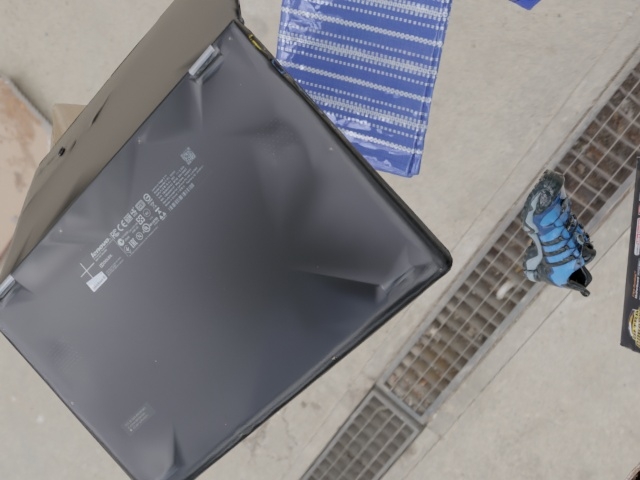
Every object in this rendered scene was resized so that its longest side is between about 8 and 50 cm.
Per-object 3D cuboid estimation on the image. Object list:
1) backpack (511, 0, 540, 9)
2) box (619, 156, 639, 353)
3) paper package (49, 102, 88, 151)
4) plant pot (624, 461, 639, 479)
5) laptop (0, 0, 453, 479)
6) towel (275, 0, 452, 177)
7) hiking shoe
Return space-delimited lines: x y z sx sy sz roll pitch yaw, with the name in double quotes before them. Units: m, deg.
"backpack" 0.340 -0.463 1.251 0.098 0.120 0.101 -42 39 47
"box" 0.527 0.039 0.960 0.073 0.293 0.295 1 97 -14
"paper package" -0.216 -0.050 1.073 0.309 0.325 0.168 60 140 38
"plant pot" 0.443 0.286 0.842 0.167 0.165 0.166 6 103 28
"laptop" -0.129 -0.036 0.738 0.382 0.236 0.408 -43 88 21
"towel" 0.053 -0.267 0.988 0.243 0.040 0.335 18 115 20
"hiking shoe" 0.458 -0.016 1.365 0.132 0.113 0.304 23 154 31
